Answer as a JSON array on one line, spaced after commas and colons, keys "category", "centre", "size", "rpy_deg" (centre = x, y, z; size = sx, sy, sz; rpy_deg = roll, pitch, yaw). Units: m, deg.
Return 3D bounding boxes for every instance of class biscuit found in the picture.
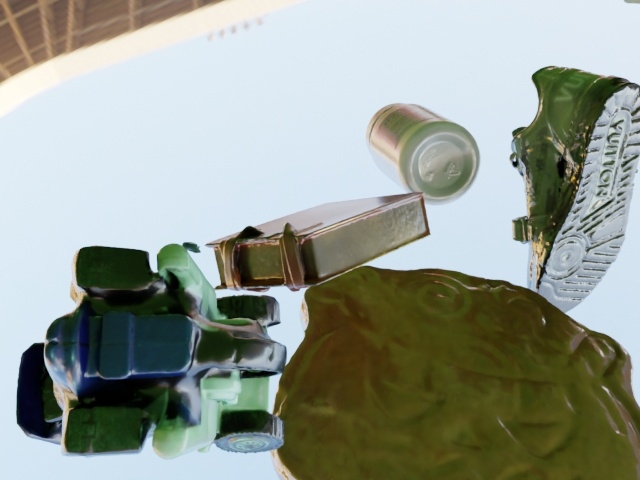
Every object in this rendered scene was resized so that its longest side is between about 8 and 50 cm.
[{"category": "biscuit", "centre": [0.149, 0.166, 0.914], "size": [0.385, 0.062, 0.365], "rpy_deg": [12, -136, 0]}]

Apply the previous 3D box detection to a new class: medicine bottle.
[{"category": "medicine bottle", "centre": [0.121, -0.114, 1.154], "size": [0.103, 0.102, 0.186], "rpy_deg": [-26, -159, -3]}]

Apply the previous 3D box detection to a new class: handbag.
[{"category": "handbag", "centre": [0.000, 0.000, 0.865], "size": [0.127, 0.062, 0.190], "rpy_deg": [-5, -170, 38]}]

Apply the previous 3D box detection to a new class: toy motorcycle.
[{"category": "toy motorcycle", "centre": [-0.129, 0.098, 0.666], "size": [0.196, 0.331, 0.125], "rpy_deg": [0, -105, -9]}]

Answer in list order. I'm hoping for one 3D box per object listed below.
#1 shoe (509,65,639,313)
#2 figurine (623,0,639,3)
[{"category": "shoe", "centre": [0.276, -0.067, 1.077], "size": [0.109, 0.292, 0.149], "rpy_deg": [-7, -148, -27]}, {"category": "figurine", "centre": [0.424, -0.376, 1.005], "size": [0.215, 0.215, 0.228], "rpy_deg": [-5, -135, 24]}]
